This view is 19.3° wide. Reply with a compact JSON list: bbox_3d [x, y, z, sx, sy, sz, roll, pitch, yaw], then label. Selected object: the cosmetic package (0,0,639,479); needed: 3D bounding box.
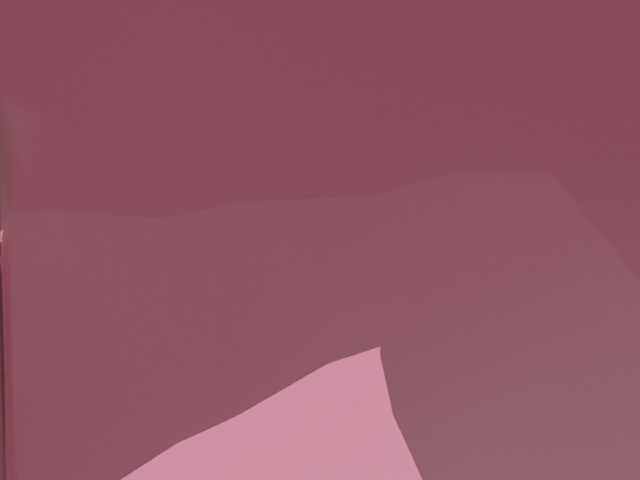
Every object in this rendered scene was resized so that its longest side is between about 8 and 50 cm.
[{"bbox_3d":[0.090,-0.022,0.499,0.366,0.155,0.196,0,91,-11],"label":"cosmetic package"}]
